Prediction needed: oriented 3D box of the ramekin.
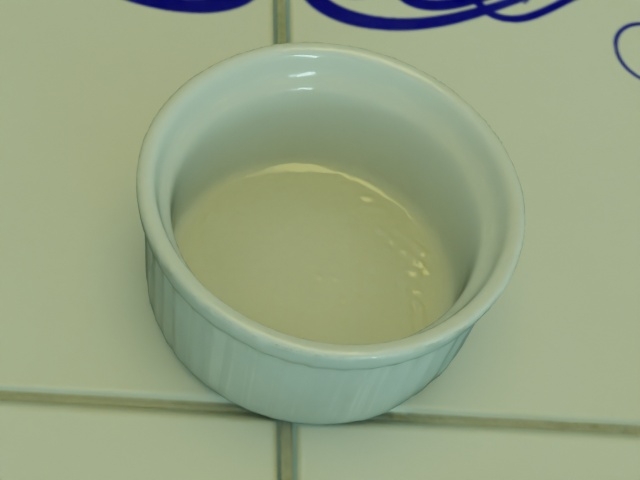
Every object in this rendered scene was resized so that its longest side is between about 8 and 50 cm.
[{"bbox_3d":[0.000,0.000,1.163,0.277,0.135,0.277,5,55,-7],"label":"ramekin"}]
